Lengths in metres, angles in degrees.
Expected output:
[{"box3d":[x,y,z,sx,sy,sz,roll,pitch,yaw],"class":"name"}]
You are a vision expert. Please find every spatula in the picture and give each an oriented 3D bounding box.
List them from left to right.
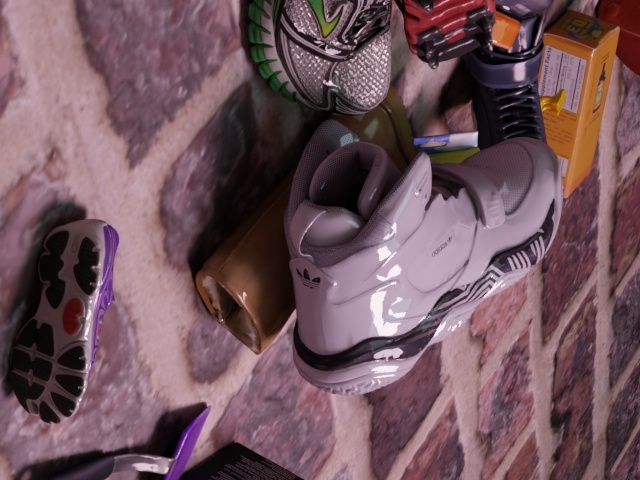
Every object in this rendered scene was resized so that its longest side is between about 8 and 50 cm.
[{"box3d":[-0.176,0.208,1.481,0.296,0.030,0.084,-3,118,-64],"class":"spatula"}]

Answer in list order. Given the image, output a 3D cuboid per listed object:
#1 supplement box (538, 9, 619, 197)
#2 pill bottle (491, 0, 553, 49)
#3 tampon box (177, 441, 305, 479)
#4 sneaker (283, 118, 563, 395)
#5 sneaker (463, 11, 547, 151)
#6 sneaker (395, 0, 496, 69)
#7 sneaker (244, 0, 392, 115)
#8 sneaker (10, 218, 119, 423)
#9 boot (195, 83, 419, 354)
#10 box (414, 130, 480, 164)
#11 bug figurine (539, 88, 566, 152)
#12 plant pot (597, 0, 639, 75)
[{"box3d":[0.318,-0.174,2.077,0.078,0.080,0.233,-42,150,-43],"class":"supplement box"},{"box3d":[0.195,-0.317,1.611,0.130,0.130,0.246,5,109,-65],"class":"pill bottle"},{"box3d":[-0.101,0.302,1.642,0.161,0.101,0.120,-25,135,-54],"class":"tampon box"},{"box3d":[0.100,-0.035,1.505,0.366,0.137,0.210,-41,137,-31],"class":"sneaker"},{"box3d":[0.209,-0.153,1.764,0.226,0.086,0.163,-101,-171,-45],"class":"sneaker"},{"box3d":[0.101,-0.266,1.458,0.097,0.135,0.276,-21,162,-2],"class":"sneaker"},{"box3d":[0.020,-0.215,1.329,0.134,0.146,0.343,-53,155,-25],"class":"sneaker"},{"box3d":[-0.189,0.065,1.272,0.071,0.068,0.170,-17,128,-67],"class":"sneaker"},{"box3d":[0.000,0.000,1.584,0.269,0.089,0.236,-55,142,-23],"class":"boot"},{"box3d":[0.122,-0.037,1.771,0.178,0.109,0.042,88,-7,-47],"class":"box"},{"box3d":[0.214,-0.055,1.983,0.279,0.072,0.216,-64,163,-14],"class":"bug figurine"},{"box3d":[0.522,-0.326,2.157,0.235,0.267,0.267,8,106,-53],"class":"plant pot"}]
